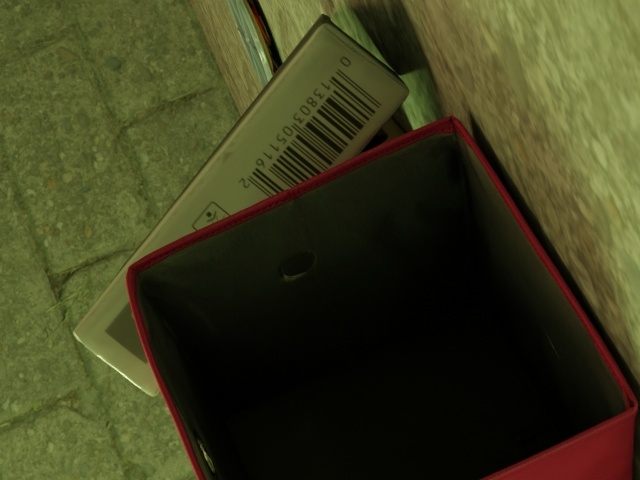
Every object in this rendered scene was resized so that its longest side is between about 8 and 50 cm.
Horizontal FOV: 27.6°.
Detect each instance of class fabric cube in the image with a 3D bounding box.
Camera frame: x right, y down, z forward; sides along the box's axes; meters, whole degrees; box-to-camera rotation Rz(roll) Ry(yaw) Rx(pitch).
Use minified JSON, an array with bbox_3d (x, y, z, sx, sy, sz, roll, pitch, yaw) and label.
[{"bbox_3d":[0.048,0.123,0.911,0.258,0.259,0.254,72,173,-56],"label":"fabric cube"}]

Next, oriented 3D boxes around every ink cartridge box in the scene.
[{"bbox_3d":[-0.060,-0.052,1.149,0.091,0.308,0.385,39,-171,-5],"label":"ink cartridge box"}]

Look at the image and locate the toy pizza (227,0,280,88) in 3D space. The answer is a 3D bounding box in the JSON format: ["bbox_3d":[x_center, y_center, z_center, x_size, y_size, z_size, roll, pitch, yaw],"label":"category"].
[{"bbox_3d":[-0.098,-0.313,2.007,0.201,0.032,0.201,157,90,-85],"label":"toy pizza"}]

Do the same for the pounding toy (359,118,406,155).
[{"bbox_3d":[0.030,-0.073,1.223,0.206,0.094,0.181,-122,9,-62],"label":"pounding toy"}]
